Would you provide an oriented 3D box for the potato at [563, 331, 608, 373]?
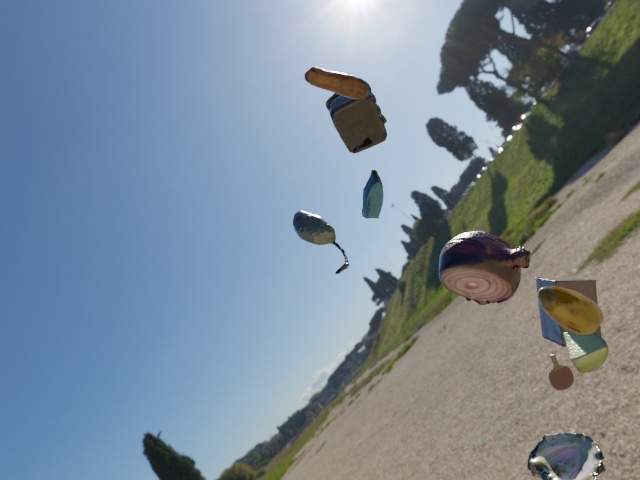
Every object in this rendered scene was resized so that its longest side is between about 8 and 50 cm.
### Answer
[{"bbox_3d":[0.907,0.364,1.416,0.120,0.081,0.149,-34,11,30],"label":"potato"}]

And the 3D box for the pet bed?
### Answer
[{"bbox_3d":[0.137,-0.460,1.572,0.183,0.159,0.211,-22,-49,18],"label":"pet bed"}]

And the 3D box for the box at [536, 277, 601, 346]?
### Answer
[{"bbox_3d":[0.974,0.270,1.656,0.153,0.252,0.188,-6,-1,4],"label":"box"}]

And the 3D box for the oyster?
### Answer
[{"bbox_3d":[0.738,0.683,1.283,0.260,0.092,0.198,-30,8,47],"label":"oyster"}]

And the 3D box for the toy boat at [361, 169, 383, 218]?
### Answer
[{"bbox_3d":[0.193,-0.169,1.567,0.075,0.077,0.185,-4,-58,-10],"label":"toy boat"}]

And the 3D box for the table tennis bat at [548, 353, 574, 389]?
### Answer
[{"bbox_3d":[0.892,0.492,1.573,0.087,0.156,0.013,-26,12,7],"label":"table tennis bat"}]

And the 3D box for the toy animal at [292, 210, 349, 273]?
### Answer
[{"bbox_3d":[0.010,0.000,1.067,0.079,0.253,0.070,-43,-40,-2],"label":"toy animal"}]

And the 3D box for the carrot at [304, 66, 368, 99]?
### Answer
[{"bbox_3d":[0.045,-0.431,1.153,0.186,0.060,0.060,8,-42,-18],"label":"carrot"}]

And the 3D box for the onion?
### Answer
[{"bbox_3d":[0.389,0.048,0.962,0.218,0.195,0.139,-42,17,56],"label":"onion"}]

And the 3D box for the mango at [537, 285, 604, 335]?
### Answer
[{"bbox_3d":[0.683,0.188,1.160,0.098,0.195,0.137,-61,4,27],"label":"mango"}]
